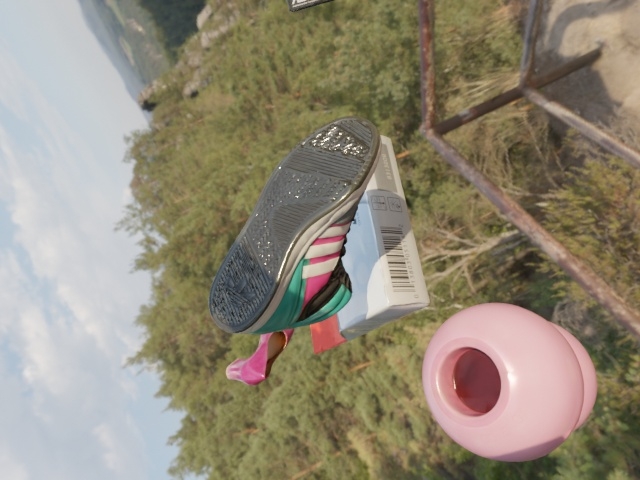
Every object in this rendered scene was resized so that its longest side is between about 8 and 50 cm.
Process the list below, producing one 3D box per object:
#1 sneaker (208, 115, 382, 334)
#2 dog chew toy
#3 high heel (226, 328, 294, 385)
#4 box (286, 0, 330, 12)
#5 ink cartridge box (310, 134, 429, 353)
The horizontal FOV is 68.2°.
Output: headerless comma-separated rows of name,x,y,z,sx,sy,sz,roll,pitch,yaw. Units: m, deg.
sneaker,0.000,0.000,0.615,0.124,0.295,0.178,36,-179,28
dog chew toy,0.301,0.201,0.699,0.332,0.206,0.206,12,-149,-43
high heel,-0.108,0.261,1.134,0.117,0.244,0.082,-7,102,36
box,0.028,-0.392,0.557,0.045,0.191,0.184,-87,-18,-55
ink cartridge box,0.024,0.030,0.899,0.385,0.091,0.308,-40,54,52
